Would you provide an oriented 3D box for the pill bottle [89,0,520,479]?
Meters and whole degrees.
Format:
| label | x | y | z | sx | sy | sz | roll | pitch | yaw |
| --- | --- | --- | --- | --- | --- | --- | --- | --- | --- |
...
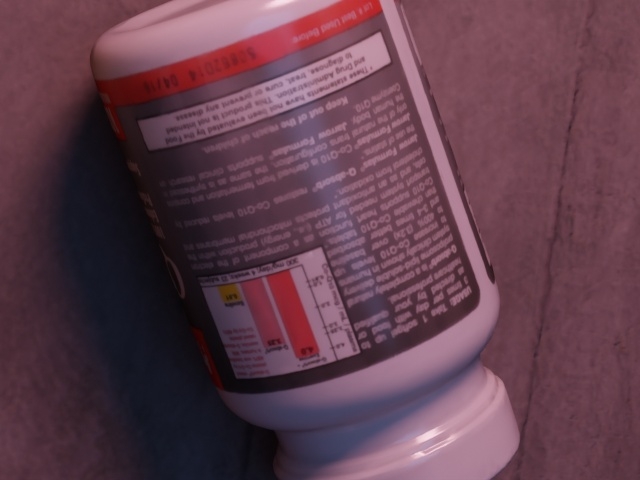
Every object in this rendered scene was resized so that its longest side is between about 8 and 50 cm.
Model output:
| label | x | y | z | sx | sy | sz | roll | pitch | yaw |
| --- | --- | --- | --- | --- | --- | --- | --- | --- | --- |
| pill bottle | 0.000 | 0.000 | 1.194 | 0.210 | 0.210 | 0.363 | -24 | 103 | -17 |
